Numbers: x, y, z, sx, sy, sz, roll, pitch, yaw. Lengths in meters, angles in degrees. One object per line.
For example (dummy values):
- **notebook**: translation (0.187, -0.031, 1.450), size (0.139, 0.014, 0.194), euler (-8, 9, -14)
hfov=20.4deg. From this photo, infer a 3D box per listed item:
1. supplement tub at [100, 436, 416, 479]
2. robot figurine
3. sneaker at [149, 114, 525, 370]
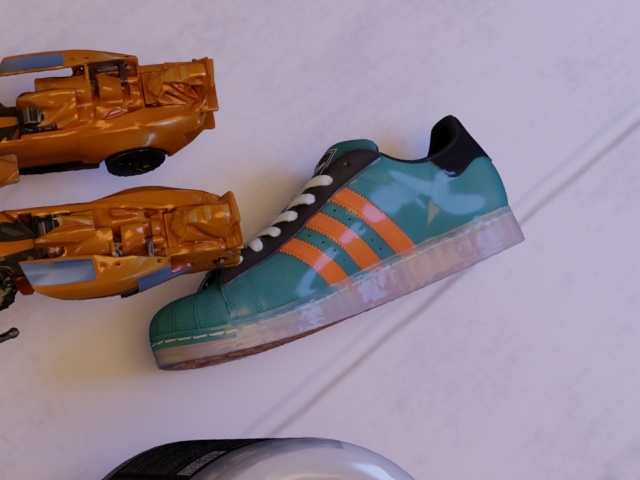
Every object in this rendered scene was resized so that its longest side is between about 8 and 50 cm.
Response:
- **supplement tub**: translation (-0.054, 0.220, 1.110), size (0.194, 0.316, 0.193), euler (2, 84, -21)
- **robot figurine**: translation (-0.206, -0.039, 1.179), size (0.291, 0.085, 0.211), euler (-8, 70, -11)
- **sneaker**: translation (0.000, 0.000, 1.277), size (0.302, 0.108, 0.121), euler (-21, 87, -27)
